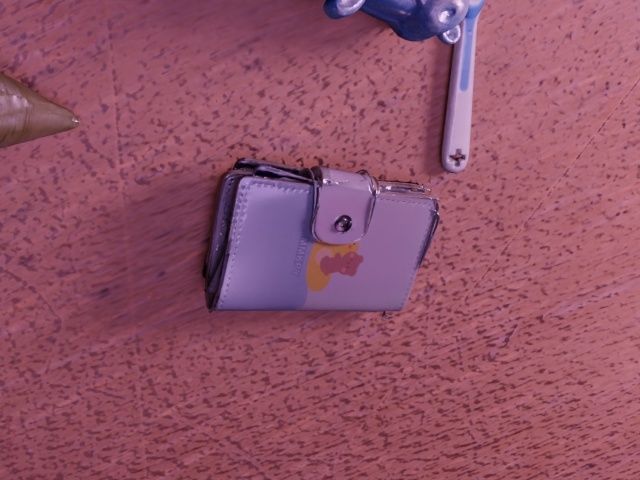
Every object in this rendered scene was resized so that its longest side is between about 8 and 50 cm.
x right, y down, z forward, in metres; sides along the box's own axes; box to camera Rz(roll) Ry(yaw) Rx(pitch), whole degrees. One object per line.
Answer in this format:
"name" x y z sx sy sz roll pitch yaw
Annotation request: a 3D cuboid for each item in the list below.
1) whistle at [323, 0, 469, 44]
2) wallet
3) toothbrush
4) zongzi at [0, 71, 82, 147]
"whistle" 0.039 -0.274 0.789 0.269 0.093 0.180 41 72 -27
"wallet" 0.000 0.000 0.909 0.231 0.069 0.170 4 115 -25
"toothbrush" 0.152 -0.247 0.863 0.040 0.040 0.386 -5 114 -15
"zongzi" -0.375 -0.188 0.707 0.317 0.154 0.289 -24 105 -42
